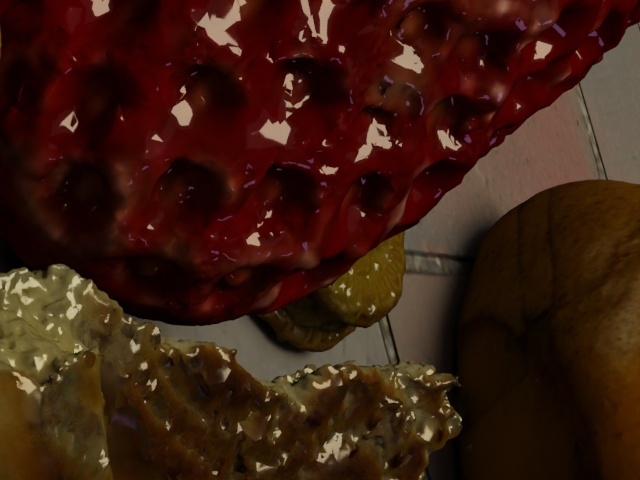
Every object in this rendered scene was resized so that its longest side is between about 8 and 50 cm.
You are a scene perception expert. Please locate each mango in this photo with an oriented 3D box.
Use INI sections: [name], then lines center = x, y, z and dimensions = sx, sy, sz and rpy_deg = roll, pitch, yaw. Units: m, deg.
[mango]
center = 0.170, 0.088, 1.042
dimensions = 0.350, 0.199, 0.201
rpy_deg = -94, 179, -53

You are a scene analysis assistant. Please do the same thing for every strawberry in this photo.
[strawberry]
center = -0.010, -0.133, 0.758
dimensions = 0.317, 0.295, 0.345
rpy_deg = 49, 55, -39

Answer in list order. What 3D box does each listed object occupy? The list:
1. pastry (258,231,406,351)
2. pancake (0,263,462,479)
[pastry]
center = 0.000, 0.000, 0.910
dimensions = 0.109, 0.057, 0.097
rpy_deg = 49, 36, -32
[pancake]
center = -0.022, 0.101, 0.724
dimensions = 0.244, 0.057, 0.266
rpy_deg = -32, 119, -36
